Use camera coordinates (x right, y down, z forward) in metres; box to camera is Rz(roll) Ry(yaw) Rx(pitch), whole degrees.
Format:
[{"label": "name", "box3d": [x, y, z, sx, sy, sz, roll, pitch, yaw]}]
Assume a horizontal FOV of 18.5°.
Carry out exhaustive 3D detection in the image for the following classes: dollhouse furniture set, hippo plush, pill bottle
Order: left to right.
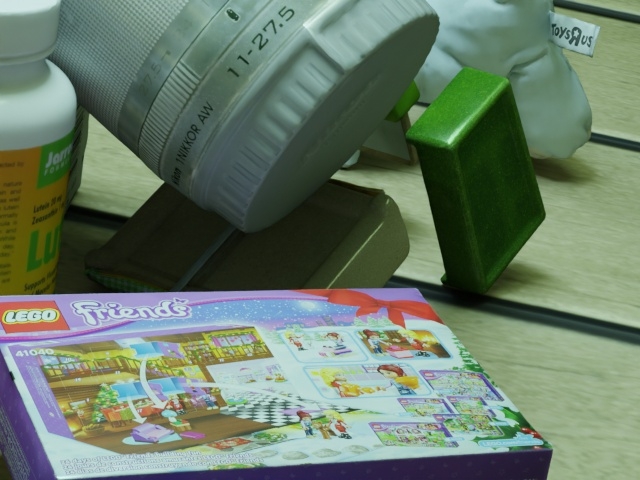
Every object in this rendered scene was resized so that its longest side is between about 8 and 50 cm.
[{"label": "pill bottle", "box3d": [-0.230, -0.049, 1.270, 0.136, 0.245, 0.136, 9, 24, -4]}, {"label": "dollhouse furniture set", "box3d": [0.000, 0.000, 1.482, 0.197, 0.151, 0.301, 19, 53, 34]}, {"label": "hippo plush", "box3d": [0.097, -0.142, 1.743, 0.236, 0.234, 0.294, -27, 16, -7]}]

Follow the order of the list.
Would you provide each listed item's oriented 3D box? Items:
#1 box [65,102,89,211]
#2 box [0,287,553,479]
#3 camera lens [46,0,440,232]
[{"label": "box", "box3d": [-0.296, -0.104, 1.489, 0.232, 0.148, 0.127, 10, 25, 1]}, {"label": "box", "box3d": [-0.040, 0.099, 1.146, 0.293, 0.057, 0.201, 0, 27, -23]}, {"label": "camera lens", "box3d": [-0.084, -0.167, 1.344, 0.274, 0.219, 0.219, 42, 31, 10]}]
